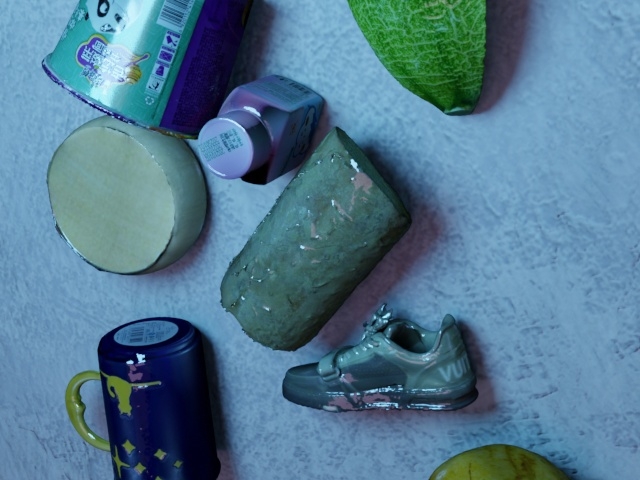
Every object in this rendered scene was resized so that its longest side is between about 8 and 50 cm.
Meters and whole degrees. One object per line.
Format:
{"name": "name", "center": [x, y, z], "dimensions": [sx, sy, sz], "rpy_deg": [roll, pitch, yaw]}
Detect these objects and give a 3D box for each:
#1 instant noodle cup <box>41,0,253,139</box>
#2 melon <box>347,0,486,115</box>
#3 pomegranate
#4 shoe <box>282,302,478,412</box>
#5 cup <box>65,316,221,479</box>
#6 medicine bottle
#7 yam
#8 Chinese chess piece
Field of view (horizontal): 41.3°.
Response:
{"name": "instant noodle cup", "center": [-0.211, -0.273, 1.109], "dimensions": [0.251, 0.251, 0.190], "rpy_deg": [31, 110, 11]}
{"name": "melon", "center": [0.126, -0.298, 1.007], "dimensions": [0.196, 0.124, 0.324], "rpy_deg": [-7, 104, 34]}
{"name": "pomegranate", "center": [0.250, 0.403, 1.147], "dimensions": [0.264, 0.264, 0.264], "rpy_deg": [8, 112, 21]}
{"name": "shoe", "center": [0.075, 0.161, 1.214], "dimensions": [0.292, 0.109, 0.149], "rpy_deg": [-2, 104, 22]}
{"name": "cup", "center": [-0.301, 0.269, 1.359], "dimensions": [0.255, 0.178, 0.256], "rpy_deg": [-6, 106, -2]}
{"name": "medicine bottle", "center": [-0.081, -0.141, 1.119], "dimensions": [0.094, 0.188, 0.119], "rpy_deg": [28, 118, 13]}
{"name": "yam", "center": [0.000, 0.000, 1.150], "dimensions": [0.168, 0.168, 0.304], "rpy_deg": [42, 119, 5]}
{"name": "Chinese chess piece", "center": [-0.295, -0.068, 1.293], "dimensions": [0.249, 0.103, 0.250], "rpy_deg": [8, 111, 22]}
